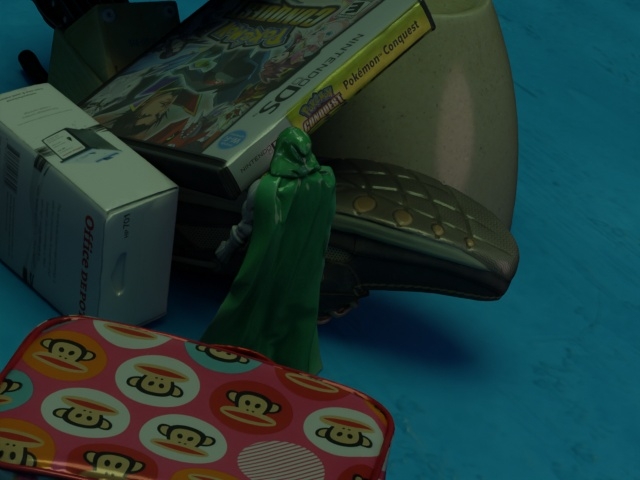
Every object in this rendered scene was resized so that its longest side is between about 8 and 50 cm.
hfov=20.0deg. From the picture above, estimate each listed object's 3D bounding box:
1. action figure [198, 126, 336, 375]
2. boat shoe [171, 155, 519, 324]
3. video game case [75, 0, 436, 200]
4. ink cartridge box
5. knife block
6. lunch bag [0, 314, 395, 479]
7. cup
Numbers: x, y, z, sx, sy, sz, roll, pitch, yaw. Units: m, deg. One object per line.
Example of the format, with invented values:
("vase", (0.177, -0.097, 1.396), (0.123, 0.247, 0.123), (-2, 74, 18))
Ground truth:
("action figure", (-0.038, 0.013, 1.464), (0.137, 0.232, 0.063), (-11, 38, -37))
("boat shoe", (0.000, 0.000, 1.608), (0.355, 0.130, 0.132), (16, 26, 15))
("video game case", (-0.074, -0.141, 1.582), (0.248, 0.035, 0.275), (-42, 33, -24))
("ink cartridge box", (-0.212, -0.025, 1.541), (0.082, 0.139, 0.191), (-23, 47, -38))
("knife block", (-0.217, -0.138, 1.813), (0.088, 0.242, 0.275), (-7, 81, -30))
("lunch bag", (-0.097, 0.155, 1.314), (0.293, 0.120, 0.258), (16, 30, 5))
("cup", (0.055, -0.151, 1.775), (0.331, 0.237, 0.331), (10, 30, -6))
